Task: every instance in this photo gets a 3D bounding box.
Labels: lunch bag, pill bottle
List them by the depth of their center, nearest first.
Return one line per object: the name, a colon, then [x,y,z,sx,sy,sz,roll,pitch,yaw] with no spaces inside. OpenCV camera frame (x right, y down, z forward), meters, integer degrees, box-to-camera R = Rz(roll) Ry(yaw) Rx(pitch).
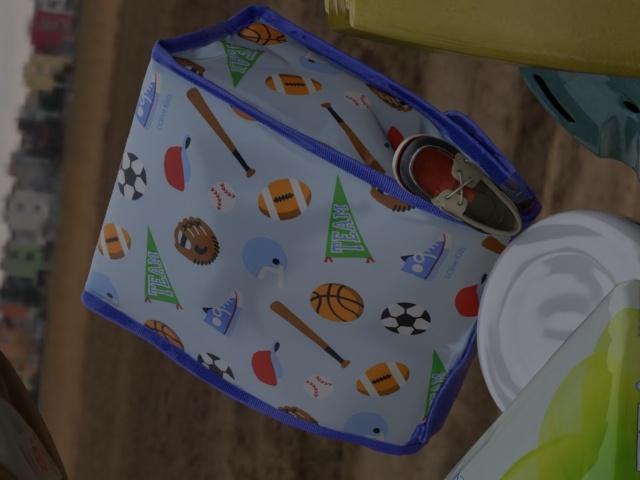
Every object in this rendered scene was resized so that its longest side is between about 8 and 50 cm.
pill bottle: [0.304,0.086,1.153,0.188,0.334,0.187,-11,75,45]
lunch bag: [0.000,0.000,1.364,0.239,0.385,0.327,-37,-27,-51]

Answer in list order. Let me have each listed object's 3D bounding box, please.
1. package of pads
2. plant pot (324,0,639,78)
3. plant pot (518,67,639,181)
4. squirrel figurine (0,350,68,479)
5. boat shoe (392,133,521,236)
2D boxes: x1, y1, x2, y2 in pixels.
package of pads: [0.130,0.188,0.783,0.296,0.101,0.229,-55,7,33]
plant pot: [0.097,-0.185,0.705,0.212,0.187,0.212,-123,30,-80]
plant pot: [0.347,-0.233,1.117,0.334,0.341,0.341,-47,1,-17]
squirrel figurine: [-0.373,0.291,1.114,0.397,0.370,0.281,60,180,-42]
boat shoe: [0.107,-0.040,1.047,0.043,0.137,0.049,36,92,45]
